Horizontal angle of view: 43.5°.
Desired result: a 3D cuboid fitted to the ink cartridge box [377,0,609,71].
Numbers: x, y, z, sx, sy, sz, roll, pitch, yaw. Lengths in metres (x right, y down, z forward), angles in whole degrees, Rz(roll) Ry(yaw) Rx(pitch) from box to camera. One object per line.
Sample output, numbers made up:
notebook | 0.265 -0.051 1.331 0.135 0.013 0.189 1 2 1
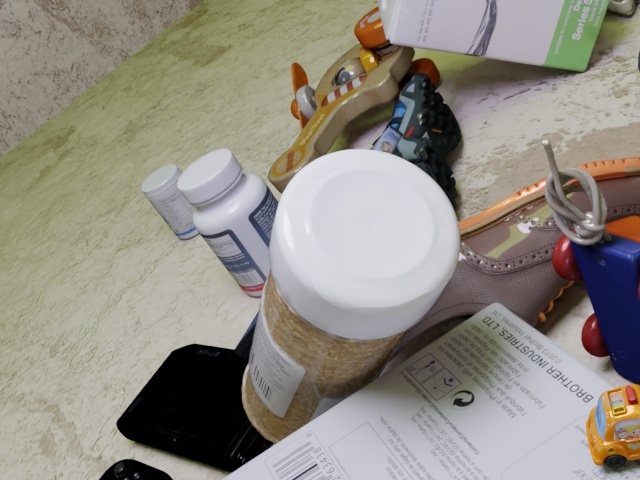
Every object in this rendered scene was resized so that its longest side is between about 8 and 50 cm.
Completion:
ink cartridge box | 0.228 -0.338 1.110 0.273 0.115 0.198 7 34 -6

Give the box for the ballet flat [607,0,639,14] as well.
ballet flat | 0.453 -0.356 1.111 0.221 0.077 0.079 -7 58 37

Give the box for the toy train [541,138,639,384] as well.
toy train | 0.259 -0.010 0.612 0.143 0.248 0.105 -37 30 -16

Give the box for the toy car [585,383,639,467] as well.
toy car | 0.159 0.121 0.419 0.060 0.040 0.122 -6 34 33

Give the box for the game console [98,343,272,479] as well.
game console | -0.179 0.258 0.841 0.213 0.044 0.361 -1 44 44

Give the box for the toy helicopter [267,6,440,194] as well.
toy helicopter | 0.012 -0.203 1.240 0.235 0.140 0.355 -4 43 44

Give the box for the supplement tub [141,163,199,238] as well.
supplement tub | -0.229 -0.061 1.287 0.071 0.107 0.071 -24 31 16

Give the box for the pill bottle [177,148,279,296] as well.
pill bottle | -0.101 -0.025 1.039 0.108 0.180 0.108 -24 31 15

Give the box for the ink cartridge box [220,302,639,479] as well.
ink cartridge box | 0.045 0.241 0.508 0.395 0.151 0.270 -30 28 -10

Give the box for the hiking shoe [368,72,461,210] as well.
hiking shoe | 0.102 -0.119 1.052 0.132 0.113 0.304 -25 27 27

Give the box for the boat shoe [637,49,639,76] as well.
boat shoe | 0.389 -0.127 0.774 0.114 0.091 0.302 -54 17 20

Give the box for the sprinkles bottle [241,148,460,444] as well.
sprinkles bottle | 0.005 0.071 0.654 0.121 0.121 0.355 -51 -10 -28

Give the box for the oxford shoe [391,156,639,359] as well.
oxford shoe | 0.206 0.016 0.780 0.364 0.132 0.130 -18 -11 3

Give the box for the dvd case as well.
dvd case | 0.000 0.000 0.876 0.180 0.022 0.253 -51 6 46
